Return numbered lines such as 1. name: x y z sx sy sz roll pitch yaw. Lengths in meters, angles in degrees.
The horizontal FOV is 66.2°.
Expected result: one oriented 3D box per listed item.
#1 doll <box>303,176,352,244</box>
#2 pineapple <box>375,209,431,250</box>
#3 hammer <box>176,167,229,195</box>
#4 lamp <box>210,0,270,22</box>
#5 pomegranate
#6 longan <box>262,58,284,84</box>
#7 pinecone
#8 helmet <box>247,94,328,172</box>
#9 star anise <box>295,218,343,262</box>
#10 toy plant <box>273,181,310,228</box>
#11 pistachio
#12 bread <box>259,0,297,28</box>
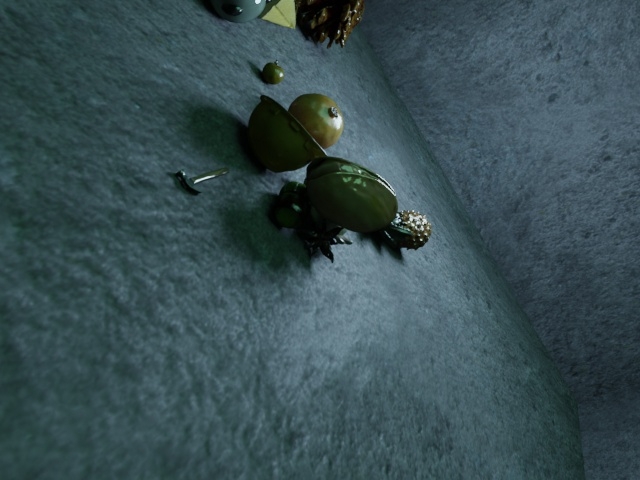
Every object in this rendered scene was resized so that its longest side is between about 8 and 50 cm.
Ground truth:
1. doll: 0.018 -0.102 1.472 0.154 0.113 0.275 17 56 -57
2. pineapple: 0.259 -0.051 1.798 0.364 0.165 0.166 9 55 -46
3. hammer: -0.260 -0.146 1.135 0.062 0.017 0.182 58 26 -3
4. lamp: -0.285 -0.826 1.601 0.244 0.198 0.197 48 25 14
5. pomegranate: -0.017 -0.387 1.604 0.191 0.191 0.191 40 33 -33
6. longan: -0.158 -0.570 1.660 0.075 0.083 0.075 22 9 -4
7. pinecone: 0.024 -1.079 2.220 0.384 0.384 0.385 40 33 -33
8. helmet: -0.116 -0.265 1.361 0.257 0.140 0.205 46 -6 -14
9. star anise: -0.009 -0.007 1.356 0.129 0.056 0.124 20 75 -3
10. toy plant: -0.073 -0.103 1.326 0.093 0.092 0.162 48 29 -21
11. pistachio: 0.083 -0.118 1.323 0.292 0.181 0.162 31 39 -25
12. bread: -0.154 -1.045 2.001 0.404 0.242 0.346 -17 81 -59
